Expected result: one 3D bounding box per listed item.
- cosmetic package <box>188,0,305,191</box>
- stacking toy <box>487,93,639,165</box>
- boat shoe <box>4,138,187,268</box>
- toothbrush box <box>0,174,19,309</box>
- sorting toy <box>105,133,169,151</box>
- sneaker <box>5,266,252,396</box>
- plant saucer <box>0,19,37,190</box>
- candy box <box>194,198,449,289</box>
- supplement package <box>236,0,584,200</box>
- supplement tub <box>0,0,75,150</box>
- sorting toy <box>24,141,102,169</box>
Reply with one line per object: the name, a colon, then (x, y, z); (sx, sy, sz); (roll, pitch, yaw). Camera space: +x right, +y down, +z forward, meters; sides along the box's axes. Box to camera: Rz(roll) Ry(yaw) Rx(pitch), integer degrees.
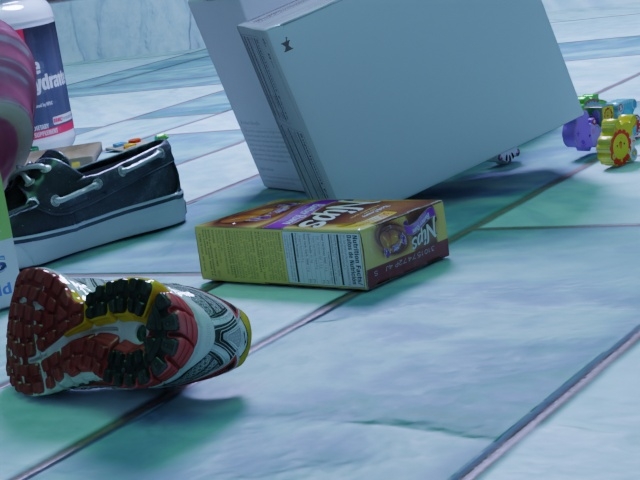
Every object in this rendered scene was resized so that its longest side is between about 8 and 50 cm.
cosmetic package: (-0.044, -0.171, 1.703); (0.085, 0.231, 0.117); (-30, 21, -27)
stacking toy: (0.301, -0.119, 1.681); (0.167, 0.052, 0.221); (5, 16, 44)
boat shoe: (-0.267, -0.038, 1.565); (0.301, 0.102, 0.108); (-16, 14, -34)
toothbrush box: (-0.386, -0.061, 1.316); (0.206, 0.283, 0.122); (-18, 14, -37)
sorting toy: (-0.262, -0.142, 2.289); (0.083, 0.012, 0.062); (-18, 15, -38)
sneaker: (-0.136, 0.067, 1.060); (0.093, 0.088, 0.225); (8, -3, -43)
plant saucer: (-0.402, -0.073, 1.529); (0.332, 0.084, 0.332); (-38, -18, -14)
candy box: (0.000, 0.000, 1.310); (0.187, 0.053, 0.109); (3, 16, 41)
supplement package: (0.086, -0.166, 1.546); (0.262, 0.204, 0.145); (-25, 14, -8)
supplement tub: (-0.476, -0.253, 2.339); (0.191, 0.272, 0.191); (-9, 12, 2)
sorting toy: (-0.340, -0.083, 1.977); (0.132, 0.046, 0.274); (-9, 11, -2)
